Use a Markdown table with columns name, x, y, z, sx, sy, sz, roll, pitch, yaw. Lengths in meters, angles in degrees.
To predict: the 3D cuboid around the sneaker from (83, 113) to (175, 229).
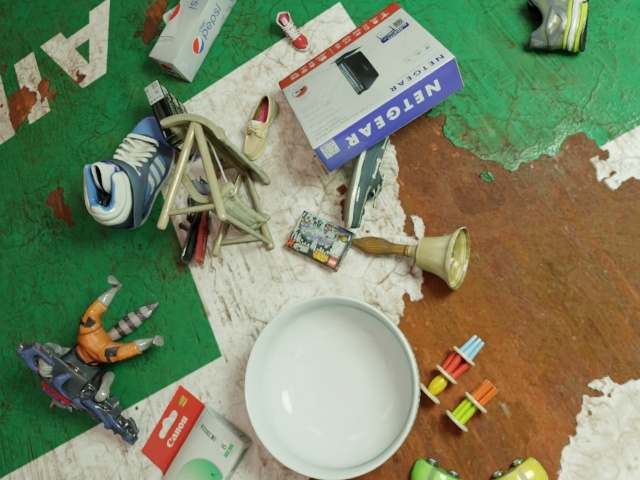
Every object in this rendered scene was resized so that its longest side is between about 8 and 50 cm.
| name | x | y | z | sx | sy | sz | roll | pitch | yaw |
| --- | --- | --- | --- | --- | --- | --- | --- | --- | --- |
| sneaker | -0.464 | -0.186 | 1.215 | 0.130 | 0.236 | 0.323 | 16 | 84 | 2 |

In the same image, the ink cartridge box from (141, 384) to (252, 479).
| name | x | y | z | sx | sy | sz | roll | pitch | yaw |
| --- | --- | --- | --- | --- | --- | --- | --- | --- | --- |
| ink cartridge box | -0.285 | 0.453 | 1.089 | 0.224 | 0.056 | 0.181 | 29 | 85 | 21 |

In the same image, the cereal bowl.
| name | x | y | z | sx | sy | sz | roll | pitch | yaw |
| --- | --- | --- | --- | --- | --- | --- | --- | --- | --- |
| cereal bowl | 0.031 | 0.281 | 0.984 | 0.338 | 0.141 | 0.339 | -5 | 74 | 17 |

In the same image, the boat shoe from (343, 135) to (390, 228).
| name | x | y | z | sx | sy | sz | roll | pitch | yaw |
| --- | --- | --- | --- | --- | --- | --- | --- | --- | --- |
| boat shoe | 0.104 | -0.138 | 1.104 | 0.079 | 0.095 | 0.255 | 15 | 65 | -10 |

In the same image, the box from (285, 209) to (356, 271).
| name | x | y | z | sx | sy | sz | roll | pitch | yaw |
| --- | --- | --- | --- | --- | --- | --- | --- | --- | --- |
| box | 0.000 | 0.000 | 1.135 | 0.137 | 0.027 | 0.094 | 25 | 85 | 22 |

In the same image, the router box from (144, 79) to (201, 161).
| name | x | y | z | sx | sy | sz | roll | pitch | yaw |
| --- | --- | --- | --- | --- | --- | --- | --- | --- | --- |
| router box | -0.374 | -0.305 | 1.287 | 0.046 | 0.133 | 0.179 | -29 | 68 | 8 |

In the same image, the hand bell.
| name | x | y | z | sx | sy | sz | roll | pitch | yaw |
| --- | --- | --- | --- | --- | --- | --- | --- | --- | --- |
| hand bell | 0.176 | 0.018 | 1.045 | 0.242 | 0.126 | 0.126 | 10 | 78 | 33 |

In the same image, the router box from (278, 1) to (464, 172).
| name | x | y | z | sx | sy | sz | roll | pitch | yaw |
| --- | --- | --- | --- | --- | --- | --- | --- | --- | --- |
| router box | 0.097 | -0.351 | 1.116 | 0.335 | 0.082 | 0.301 | -32 | 47 | 8 |

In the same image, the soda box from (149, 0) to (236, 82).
| name | x | y | z | sx | sy | sz | roll | pitch | yaw |
| --- | --- | --- | --- | --- | --- | --- | --- | --- | --- |
| soda box | -0.350 | -0.593 | 1.383 | 0.098 | 0.091 | 0.286 | 25 | 84 | 23 |

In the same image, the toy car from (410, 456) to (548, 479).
| name | x | y | z | sx | sy | sz | roll | pitch | yaw |
| --- | --- | --- | --- | --- | --- | --- | --- | --- | --- |
| toy car | 0.267 | 0.472 | 0.899 | 0.224 | 0.053 | 0.239 | 21 | 82 | 22 |

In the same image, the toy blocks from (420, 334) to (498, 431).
| name | x | y | z | sx | sy | sz | roll | pitch | yaw |
| --- | --- | --- | --- | --- | --- | --- | --- | --- | --- |
| toy blocks | 0.282 | 0.267 | 0.952 | 0.148 | 0.054 | 0.123 | -47 | 66 | 1 |

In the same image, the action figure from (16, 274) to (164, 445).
| name | x | y | z | sx | sy | sz | roll | pitch | yaw |
| --- | --- | --- | --- | --- | --- | --- | --- | --- | --- |
| action figure | -0.502 | 0.298 | 1.180 | 0.330 | 0.178 | 0.341 | -42 | 94 | 10 |

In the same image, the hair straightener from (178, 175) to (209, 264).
| name | x | y | z | sx | sy | sz | roll | pitch | yaw |
| --- | --- | --- | --- | --- | --- | --- | --- | --- | --- |
| hair straightener | -0.321 | -0.052 | 1.245 | 0.089 | 0.047 | 0.231 | -2 | 74 | 17 |

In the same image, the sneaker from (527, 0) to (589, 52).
| name | x | y | z | sx | sy | sz | roll | pitch | yaw |
| --- | --- | --- | --- | --- | --- | --- | --- | --- | --- |
| sneaker | 0.513 | -0.546 | 1.080 | 0.121 | 0.111 | 0.300 | 3 | 74 | 23 |

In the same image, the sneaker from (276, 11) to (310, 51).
| name | x | y | z | sx | sy | sz | roll | pitch | yaw |
| --- | --- | --- | --- | --- | --- | --- | --- | --- | --- |
| sneaker | -0.074 | -0.543 | 1.291 | 0.042 | 0.067 | 0.118 | -39 | 67 | 5 |

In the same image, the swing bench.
| name | x | y | z | sx | sy | sz | roll | pitch | yaw |
| --- | --- | --- | --- | --- | --- | --- | --- | --- | --- |
| swing bench | -0.225 | -0.121 | 1.121 | 0.165 | 0.253 | 0.255 | -7 | 74 | 16 |

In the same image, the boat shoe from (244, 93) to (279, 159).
| name | x | y | z | sx | sy | sz | roll | pitch | yaw |
| --- | --- | --- | --- | --- | --- | --- | --- | --- | --- |
| boat shoe | -0.158 | -0.287 | 1.251 | 0.063 | 0.059 | 0.170 | 14 | 80 | 21 |
